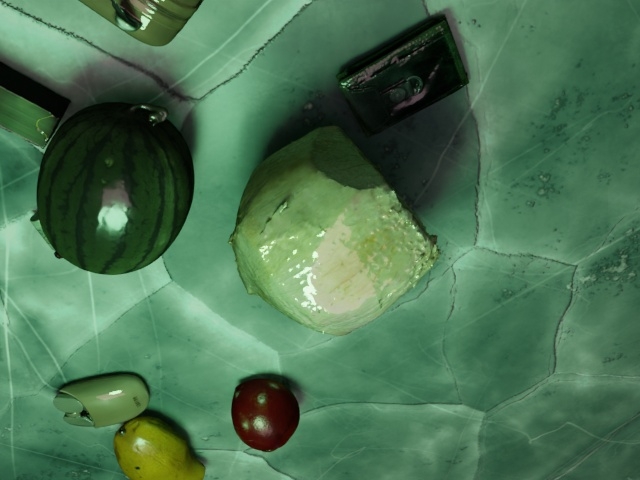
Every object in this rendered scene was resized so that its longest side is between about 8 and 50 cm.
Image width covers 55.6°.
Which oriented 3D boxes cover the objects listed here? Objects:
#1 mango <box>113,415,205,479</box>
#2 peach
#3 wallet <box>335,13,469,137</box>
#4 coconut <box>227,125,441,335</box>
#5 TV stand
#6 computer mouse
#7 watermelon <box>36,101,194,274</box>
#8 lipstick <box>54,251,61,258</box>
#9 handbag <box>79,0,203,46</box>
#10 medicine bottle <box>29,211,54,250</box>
[{"bbox_3d":[-0.457,0.616,1.712,0.187,0.144,0.359,-19,130,0],"label":"mango"},{"bbox_3d":[-0.155,0.461,1.625,0.198,0.197,0.197,-3,125,-5],"label":"peach"},{"bbox_3d":[0.165,-0.314,1.192,0.236,0.055,0.160,-27,131,11],"label":"wallet"},{"bbox_3d":[0.000,0.000,1.194,0.405,0.404,0.404,-3,125,-5],"label":"coconut"},{"bbox_3d":[-0.604,-0.277,1.096,0.270,0.088,0.082,29,116,-24],"label":"TV stand"},{"bbox_3d":[-0.574,0.426,1.602,0.237,0.082,0.145,-10,126,-1],"label":"computer mouse"},{"bbox_3d":[-0.377,-0.102,1.135,0.279,0.278,0.359,13,124,-16],"label":"watermelon"},{"bbox_3d":[-0.521,-0.011,1.334,0.177,0.027,0.027,-35,122,18],"label":"lipstick"},{"bbox_3d":[-0.316,-0.426,0.908,0.302,0.283,0.149,34,113,-26],"label":"handbag"},{"bbox_3d":[-0.580,-0.023,1.304,0.047,0.047,0.083,-18,125,6],"label":"medicine bottle"}]
